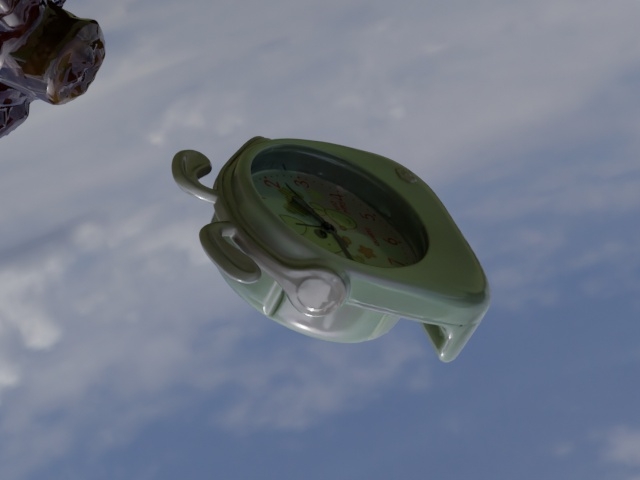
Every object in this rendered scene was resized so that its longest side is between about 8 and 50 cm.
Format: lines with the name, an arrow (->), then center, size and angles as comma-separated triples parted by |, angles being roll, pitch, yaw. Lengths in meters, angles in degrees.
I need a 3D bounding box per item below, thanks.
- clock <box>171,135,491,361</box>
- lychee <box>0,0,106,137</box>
clock -> 0.000, 0.000, 1.017 | 0.191, 0.062, 0.151 | 10, -146, -31
lychee -> -0.188, -0.128, 0.569 | 0.236, 0.271, 0.236 | -47, 170, -11
